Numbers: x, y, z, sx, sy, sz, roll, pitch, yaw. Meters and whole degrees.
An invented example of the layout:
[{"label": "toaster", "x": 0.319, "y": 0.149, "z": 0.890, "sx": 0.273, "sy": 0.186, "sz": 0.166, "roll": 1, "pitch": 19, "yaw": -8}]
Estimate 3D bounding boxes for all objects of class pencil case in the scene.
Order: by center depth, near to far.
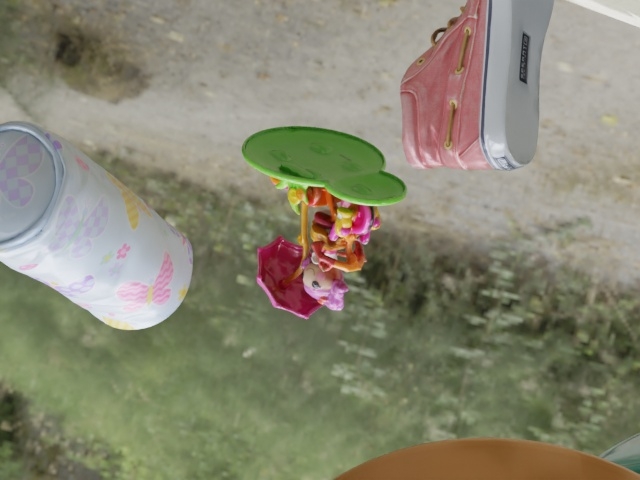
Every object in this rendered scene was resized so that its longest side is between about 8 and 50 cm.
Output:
[{"label": "pencil case", "x": -0.215, "y": -0.002, "z": 0.996, "sx": 0.113, "sy": 0.124, "sz": 0.273, "roll": 52, "pitch": -176, "yaw": 25}]

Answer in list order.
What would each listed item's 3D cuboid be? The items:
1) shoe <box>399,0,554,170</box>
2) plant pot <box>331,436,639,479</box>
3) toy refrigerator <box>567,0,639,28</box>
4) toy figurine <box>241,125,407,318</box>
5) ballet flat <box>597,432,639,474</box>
[{"label": "shoe", "x": 0.098, "y": -0.130, "z": 0.714, "sx": 0.081, "sy": 0.178, "sz": 0.063, "roll": -1, "pitch": 167, "yaw": 37}, {"label": "plant pot", "x": 0.082, "y": 0.269, "z": 0.528, "sx": 0.291, "sy": 0.291, "sz": 0.203, "roll": 15, "pitch": -158, "yaw": 5}, {"label": "toy refrigerator", "x": 0.074, "y": -0.172, "z": 0.426, "sx": 0.269, "sy": 0.102, "sz": 0.094, "roll": 18, "pitch": 151, "yaw": -11}, {"label": "toy figurine", "x": 0.000, "y": 0.000, "z": 1.017, "sx": 0.130, "sy": 0.159, "sz": 0.173, "roll": -15, "pitch": -147, "yaw": -37}, {"label": "ballet flat", "x": 0.323, "y": 0.159, "z": 0.791, "sx": 0.164, "sy": 0.182, "sz": 0.483, "roll": -19, "pitch": -178, "yaw": 38}]
